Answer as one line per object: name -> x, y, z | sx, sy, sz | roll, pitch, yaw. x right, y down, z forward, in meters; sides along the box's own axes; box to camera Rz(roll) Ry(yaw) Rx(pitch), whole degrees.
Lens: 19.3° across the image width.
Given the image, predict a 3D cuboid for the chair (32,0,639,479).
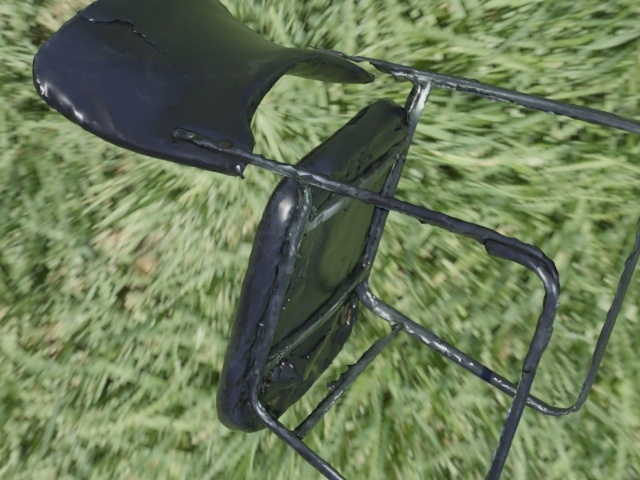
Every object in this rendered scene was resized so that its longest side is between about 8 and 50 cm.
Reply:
chair -> 0.000, 0.000, 0.737 | 0.221, 0.140, 0.145 | 25, 122, 15
